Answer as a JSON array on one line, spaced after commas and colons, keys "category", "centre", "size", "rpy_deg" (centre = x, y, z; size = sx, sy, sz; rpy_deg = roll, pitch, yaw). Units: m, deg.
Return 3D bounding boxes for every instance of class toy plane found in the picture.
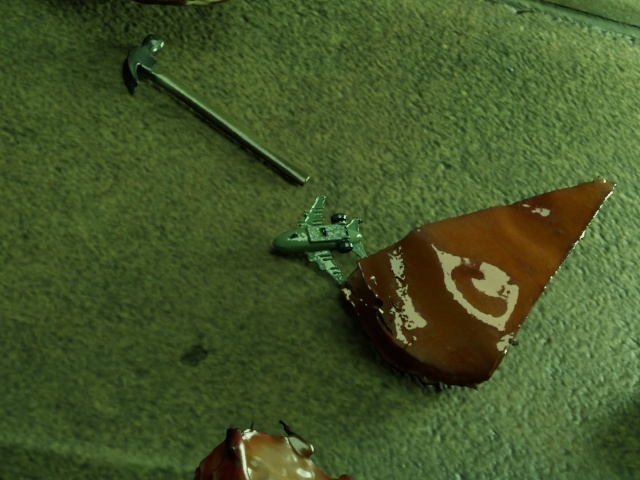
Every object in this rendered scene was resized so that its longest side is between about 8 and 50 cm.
[{"category": "toy plane", "centre": [0.001, -0.001, 1.376], "size": [0.083, 0.033, 0.080], "rpy_deg": [-2, 66, -31]}]

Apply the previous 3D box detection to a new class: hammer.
[{"category": "hammer", "centre": [-0.086, -0.100, 1.431], "size": [0.182, 0.017, 0.062], "rpy_deg": [36, 43, 4]}]

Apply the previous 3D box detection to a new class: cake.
[{"category": "cake", "centre": [0.146, 0.027, 1.391], "size": [0.287, 0.098, 0.135], "rpy_deg": [-26, 65, -38]}]

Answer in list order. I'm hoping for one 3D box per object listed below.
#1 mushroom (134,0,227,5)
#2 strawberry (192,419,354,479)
[{"category": "mushroom", "centre": [-0.107, -0.345, 1.466], "size": [0.233, 0.301, 0.208], "rpy_deg": [28, 7, -23]}, {"category": "strawberry", "centre": [-0.014, 0.264, 1.043], "size": [0.280, 0.150, 0.253], "rpy_deg": [42, 23, 14]}]
